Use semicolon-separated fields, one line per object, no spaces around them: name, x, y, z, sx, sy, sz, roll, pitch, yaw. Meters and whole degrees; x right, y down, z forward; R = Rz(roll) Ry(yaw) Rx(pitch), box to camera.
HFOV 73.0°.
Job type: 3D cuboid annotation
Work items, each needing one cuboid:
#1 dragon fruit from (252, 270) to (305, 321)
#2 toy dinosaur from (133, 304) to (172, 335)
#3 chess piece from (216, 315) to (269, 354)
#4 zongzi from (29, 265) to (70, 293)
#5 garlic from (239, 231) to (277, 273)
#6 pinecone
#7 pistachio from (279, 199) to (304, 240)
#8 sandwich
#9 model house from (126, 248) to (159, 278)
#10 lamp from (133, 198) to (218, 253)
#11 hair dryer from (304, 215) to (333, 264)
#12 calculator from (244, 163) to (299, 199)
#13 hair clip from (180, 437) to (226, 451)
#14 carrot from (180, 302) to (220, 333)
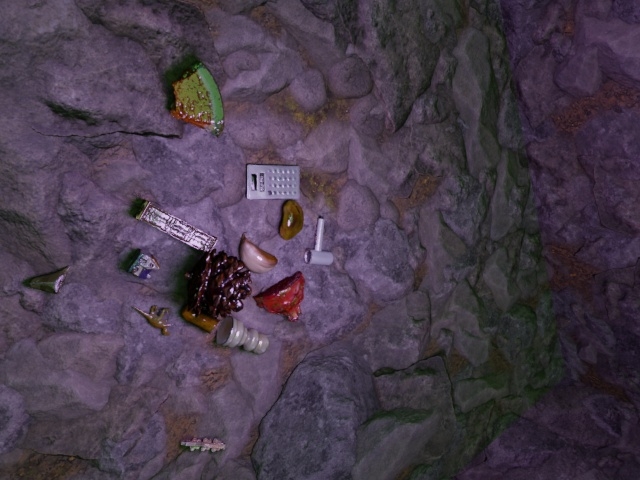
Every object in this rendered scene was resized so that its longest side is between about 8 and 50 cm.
dragon fruit;-0.147;0.284;2.023;0.262;0.134;0.212;-33;115;-20
toy dinosaur;-0.693;0.333;1.789;0.162;0.039;0.126;5;97;-28
chess piece;-0.335;0.443;1.957;0.243;0.133;0.133;31;83;-33
zongzi;-0.995;0.131;1.590;0.104;0.052;0.113;22;74;-24
garlic;-0.287;0.075;1.923;0.128;0.115;0.207;-48;114;-7
pinecone;-0.416;0.191;1.775;0.296;0.242;0.298;11;112;-51
pistachio;-0.129;-0.090;1.987;0.110;0.100;0.189;9;92;-25
sandwich;-0.484;-0.564;1.711;0.212;0.109;0.292;-2;100;-29
model house;-0.699;0.103;1.718;0.100;0.087;0.101;37;84;-27
lamp;-0.582;-0.050;1.757;0.325;0.090;0.089;32;82;-30
hair dryer;0.000;0.000;2.103;0.131;0.073;0.237;6;87;-31
calculator;-0.215;-0.264;1.957;0.261;0.021;0.161;-4;100;-28
hair clip;-0.534;0.930;1.971;0.214;0.056;0.062;25;70;-38
carrot;-0.515;0.335;1.861;0.173;0.082;0.082;38;80;-24
